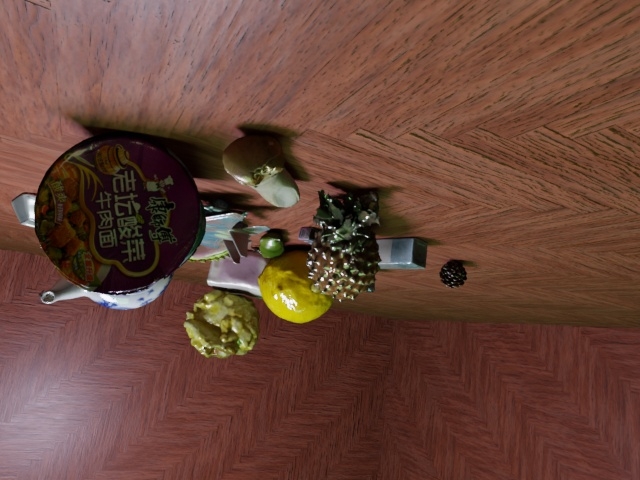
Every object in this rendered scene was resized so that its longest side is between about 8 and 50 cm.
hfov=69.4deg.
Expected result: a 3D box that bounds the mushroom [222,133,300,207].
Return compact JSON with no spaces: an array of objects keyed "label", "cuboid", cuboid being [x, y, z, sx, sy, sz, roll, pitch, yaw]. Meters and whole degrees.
[{"label":"mushroom","cuboid":[-0.079,-0.100,0.724,0.084,0.071,0.209,-26,166,5]}]

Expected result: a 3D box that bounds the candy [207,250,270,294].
[{"label":"candy","cuboid":[-0.285,0.130,1.717,0.208,0.144,0.358,10,167,-2]}]

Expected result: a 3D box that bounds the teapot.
[{"label":"teapot","cuboid":[-0.503,0.056,1.209,0.424,0.252,0.280,-26,-168,-27]}]

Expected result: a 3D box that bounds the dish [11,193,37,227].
[{"label":"dish","cuboid":[-0.765,-0.072,1.289,0.154,0.064,0.234,19,162,-39]}]

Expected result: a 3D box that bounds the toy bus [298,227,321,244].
[{"label":"toy bus","cuboid":[0.000,0.000,1.188,0.052,0.036,0.131,1,165,39]}]

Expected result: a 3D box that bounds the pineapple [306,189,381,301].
[{"label":"pineapple","cuboid":[0.058,0.005,0.949,0.175,0.174,0.361,8,153,-2]}]

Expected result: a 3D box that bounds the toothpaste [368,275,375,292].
[{"label":"toothpaste","cuboid":[0.113,0.101,1.463,0.071,0.089,0.313,-4,164,19]}]

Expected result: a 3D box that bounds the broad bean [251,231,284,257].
[{"label":"broad bean","cuboid":[-0.156,0.020,1.340,0.098,0.055,0.318,12,169,-20]}]

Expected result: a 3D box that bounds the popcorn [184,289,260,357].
[{"label":"popcorn","cuboid":[-0.352,0.297,1.636,0.293,0.236,0.293,5,166,1]}]

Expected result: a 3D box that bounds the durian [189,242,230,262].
[{"label":"durian","cuboid":[-0.304,-0.014,1.160,0.221,0.095,0.137,8,143,-19]}]

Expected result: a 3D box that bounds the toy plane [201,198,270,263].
[{"label":"toy plane","cuboid":[-0.283,-0.045,1.001,0.327,0.104,0.223,21,152,-20]}]

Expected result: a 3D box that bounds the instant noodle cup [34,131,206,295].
[{"label":"instant noodle cup","cuboid":[-0.310,-0.037,0.788,0.252,0.250,0.190,9,176,-2]}]

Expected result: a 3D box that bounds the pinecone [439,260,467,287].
[{"label":"pinecone","cuboid":[0.370,0.094,1.295,0.077,0.077,0.083,3,162,24]}]

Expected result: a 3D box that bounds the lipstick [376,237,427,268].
[{"label":"lipstick","cuboid":[0.121,0.038,1.208,0.318,0.068,0.066,-4,164,42]}]

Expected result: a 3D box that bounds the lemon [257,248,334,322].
[{"label":"lemon","cuboid":[-0.070,0.138,1.428,0.234,0.233,0.288,14,176,-27]}]
